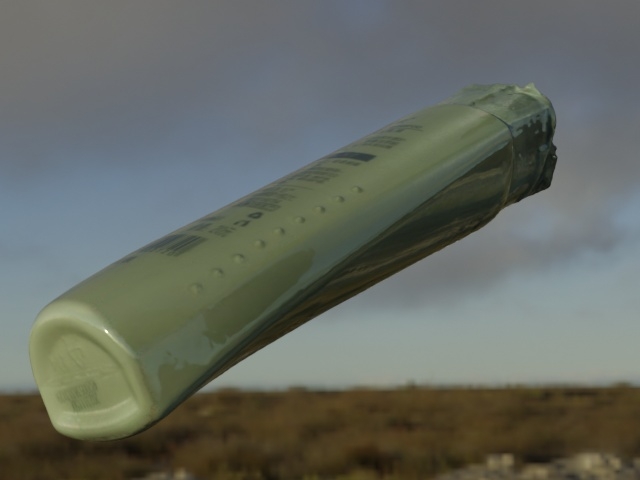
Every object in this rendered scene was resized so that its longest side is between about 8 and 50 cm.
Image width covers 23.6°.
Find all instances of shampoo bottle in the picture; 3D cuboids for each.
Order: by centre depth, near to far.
[{"bbox_3d":[0.000,0.000,0.507,0.212,0.049,0.072,-29,6,-40],"label":"shampoo bottle"}]
